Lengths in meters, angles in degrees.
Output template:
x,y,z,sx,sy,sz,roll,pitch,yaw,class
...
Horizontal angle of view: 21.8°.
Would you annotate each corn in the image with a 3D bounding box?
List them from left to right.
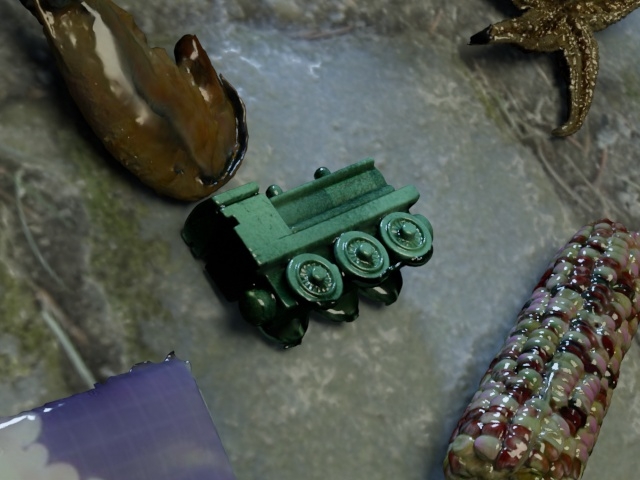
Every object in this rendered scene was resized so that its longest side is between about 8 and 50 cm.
x,y,z,sx,sy,sz,roll,pitch,yaw,class
0.165,0.088,1.175,0.092,0.092,0.280,41,46,-9,corn

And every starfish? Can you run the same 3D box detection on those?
x,y,z,sx,sy,sz,roll,pitch,yaw,class
0.201,-0.191,1.363,0.238,0.057,0.213,-12,81,-33,starfish

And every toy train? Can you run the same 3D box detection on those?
x,y,z,sx,sy,sz,roll,pitch,yaw,class
0.000,0.000,1.121,0.170,0.071,0.111,-24,73,-39,toy train

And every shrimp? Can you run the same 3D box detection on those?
x,y,z,sx,sy,sz,roll,pitch,yaw,class
-0.145,-0.140,1.102,0.262,0.066,0.117,59,34,-12,shrimp

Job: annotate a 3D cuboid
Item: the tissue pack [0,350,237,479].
x,y,z,sx,sy,sz,roll,pitch,yaw,class
-0.184,0.219,0.843,0.344,0.125,0.242,-14,76,-37,tissue pack
